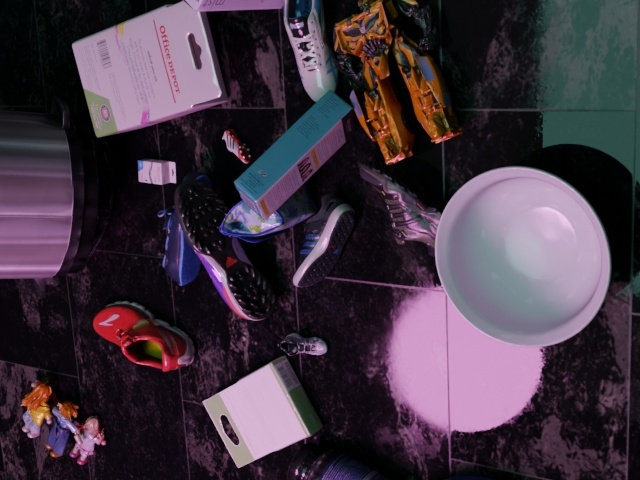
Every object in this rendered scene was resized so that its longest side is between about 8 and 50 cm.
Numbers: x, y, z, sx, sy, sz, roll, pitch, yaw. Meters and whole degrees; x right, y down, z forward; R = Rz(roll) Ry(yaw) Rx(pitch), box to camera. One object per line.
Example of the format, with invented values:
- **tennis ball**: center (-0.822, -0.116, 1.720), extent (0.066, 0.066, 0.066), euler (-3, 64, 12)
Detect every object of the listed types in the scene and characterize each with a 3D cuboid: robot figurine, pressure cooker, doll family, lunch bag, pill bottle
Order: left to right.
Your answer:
- **pressure cooker**: center (-0.649, -0.091, 2.029), extent (0.370, 0.420, 0.376), euler (-36, 60, 54)
- **doll family**: center (-0.652, 0.440, 2.337), extent (0.263, 0.118, 0.163), euler (36, 119, 20)
- **lunch bag**: center (-0.106, -0.053, 1.844), extent (0.151, 0.129, 0.096), euler (-18, 92, 34)
- **pill bottle**: center (0.047, 0.495, 1.898), extent (0.219, 0.123, 0.123), euler (25, 115, 26)
- **robot figurine**: center (0.126, -0.292, 1.655), extent (0.211, 0.085, 0.291), euler (-24, 90, 34)

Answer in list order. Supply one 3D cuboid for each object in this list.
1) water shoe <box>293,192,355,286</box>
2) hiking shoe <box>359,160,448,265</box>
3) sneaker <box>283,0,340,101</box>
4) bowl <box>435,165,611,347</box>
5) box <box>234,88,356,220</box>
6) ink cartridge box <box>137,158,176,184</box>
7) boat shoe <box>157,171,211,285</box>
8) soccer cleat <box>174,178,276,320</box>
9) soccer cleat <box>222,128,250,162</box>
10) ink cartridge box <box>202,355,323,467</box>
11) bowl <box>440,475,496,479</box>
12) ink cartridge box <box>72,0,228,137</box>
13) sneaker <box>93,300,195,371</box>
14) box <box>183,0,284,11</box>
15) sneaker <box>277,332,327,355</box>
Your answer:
- **water shoe**: center (0.000, 0.000, 1.838), extent (0.080, 0.073, 0.203), euler (53, 123, 36)
- **hiking shoe**: center (0.147, -0.050, 1.707), extent (0.227, 0.086, 0.114), euler (40, 117, 17)
- **sneaker**: center (-0.025, -0.365, 1.733), extent (0.085, 0.086, 0.237), euler (-6, 101, 32)
- **bowl**: center (0.349, 0.016, 1.565), extent (0.297, 0.134, 0.298), euler (9, 108, 31)
- **box**: center (-0.042, -0.153, 1.712), extent (0.060, 0.100, 0.244), euler (42, 80, 17)
- **ink cartridge box**: center (-0.351, -0.147, 2.037), extent (0.083, 0.028, 0.048), euler (8, 108, 30)
- **boat shoe**: center (-0.297, -0.028, 1.990), extent (0.089, 0.109, 0.258), euler (28, 114, 28)
- **soccer cleat**: center (-0.208, 0.025, 1.921), extent (0.318, 0.108, 0.116), euler (58, 154, -9)
- **soccer cleat**: center (-0.169, -0.186, 1.911), extent (0.083, 0.029, 0.035), euler (56, 133, 12)
- **ink cartridge box**: center (-0.125, 0.367, 2.016), extent (0.235, 0.056, 0.171), euler (-33, 84, 38)
- **bowl**: center (0.305, 0.628, 1.796), extent (0.391, 0.077, 0.391), euler (9, 107, 31)
- **ink cartridge box**: center (-0.318, -0.347, 1.906), extent (0.353, 0.119, 0.207), euler (-9, 97, 35)
- **sneaker**: center (-0.412, 0.216, 2.121), extent (0.279, 0.118, 0.107), euler (17, 111, 28)
- **box**: center (-0.125, -0.527, 1.646), extent (0.127, 0.262, 0.231), euler (45, 121, 14)
- **sneaker**: center (-0.040, 0.218, 1.911), extent (0.098, 0.069, 0.038), euler (6, 107, 32)
